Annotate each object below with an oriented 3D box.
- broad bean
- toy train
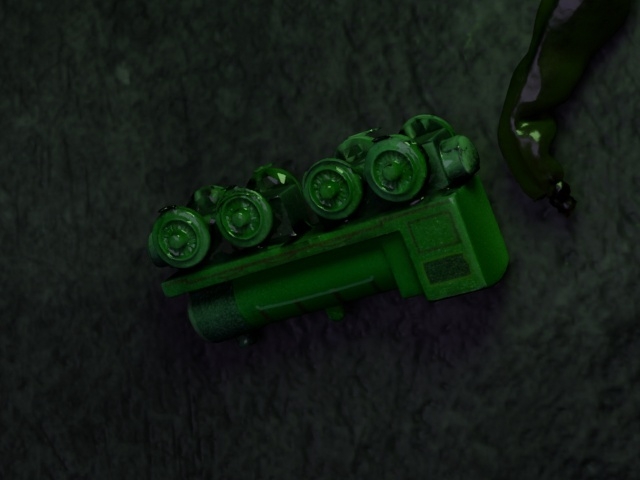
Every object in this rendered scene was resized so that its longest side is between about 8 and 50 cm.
[{"bbox_3d":[0.153,-0.115,0.908,0.061,0.046,0.195,16,104,13],"label":"broad bean"},{"bbox_3d":[0.000,0.000,0.972,0.251,0.085,0.119,-18,100,29],"label":"toy train"}]
